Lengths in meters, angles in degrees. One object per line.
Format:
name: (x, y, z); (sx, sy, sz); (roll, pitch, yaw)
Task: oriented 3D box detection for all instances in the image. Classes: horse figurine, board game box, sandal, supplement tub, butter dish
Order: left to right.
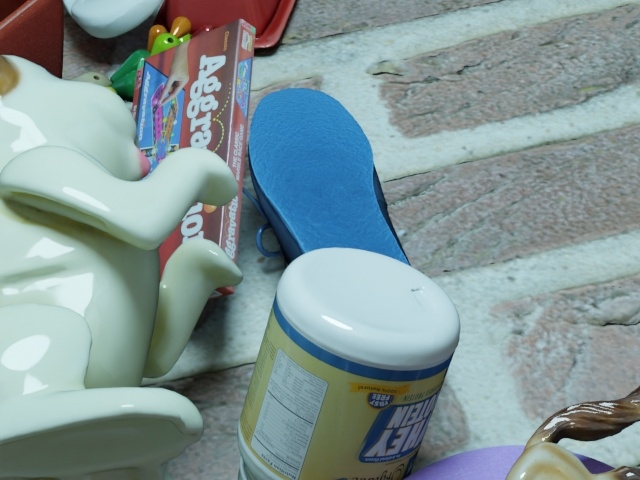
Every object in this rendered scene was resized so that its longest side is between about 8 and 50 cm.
sandal: (-0.271, -0.359, 1.670); (0.169, 0.102, 0.416); (-24, 43, 7)
board game box: (-0.133, -0.068, 1.299); (0.145, 0.027, 0.281); (-15, 60, 35)
butter dish: (-0.115, -0.311, 1.584); (0.160, 0.118, 0.160); (6, 47, 14)
supplement tub: (0.016, 0.122, 1.060); (0.144, 0.199, 0.144); (13, 27, -7)
horse figurine: (0.183, 0.210, 0.947); (0.174, 0.066, 0.263); (8, 49, 7)

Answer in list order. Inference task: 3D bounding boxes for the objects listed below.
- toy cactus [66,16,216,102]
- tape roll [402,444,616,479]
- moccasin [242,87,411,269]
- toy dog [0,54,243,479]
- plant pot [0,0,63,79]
toy cactus: (-0.212, -0.160, 1.479); (0.180, 0.112, 0.219); (-5, 44, 29)
tape roll: (0.148, 0.286, 0.984); (0.275, 0.090, 0.275); (-3, 46, 3)
moccasin: (0.000, 0.000, 1.262); (0.138, 0.117, 0.342); (-8, 49, -9)
toy dog: (-0.247, 0.037, 1.101); (0.395, 0.284, 0.408); (-11, 58, 7)
plant pot: (-0.418, -0.139, 1.367); (0.267, 0.235, 0.267); (23, 53, 25)
